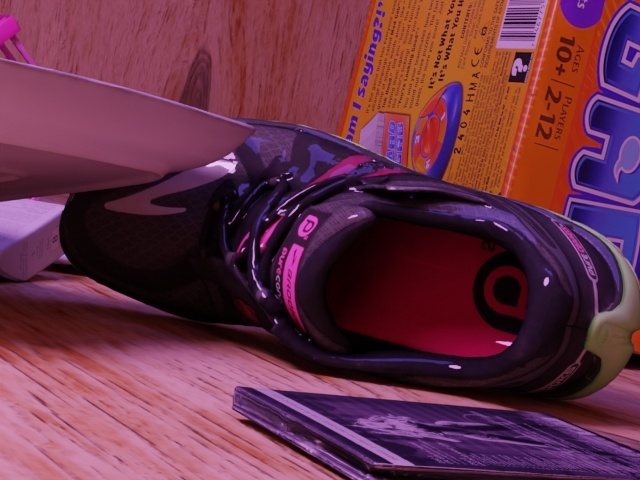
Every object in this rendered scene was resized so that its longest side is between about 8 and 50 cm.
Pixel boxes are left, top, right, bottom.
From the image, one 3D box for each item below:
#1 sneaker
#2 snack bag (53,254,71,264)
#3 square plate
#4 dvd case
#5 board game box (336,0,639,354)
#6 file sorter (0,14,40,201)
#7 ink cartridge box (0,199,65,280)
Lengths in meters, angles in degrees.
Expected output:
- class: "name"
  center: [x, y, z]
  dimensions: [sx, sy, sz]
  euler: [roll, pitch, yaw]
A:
- class: "sneaker"
  center: [0.000, 0.000, 1.167]
  dimensions: [0.482, 0.185, 0.202]
  euler: [9, -1, 24]
- class: "snack bag"
  center: [-0.153, 0.022, 1.681]
  dimensions: [0.323, 0.037, 0.342]
  euler: [9, 3, -11]
- class: "square plate"
  center: [-0.279, -0.068, 1.108]
  dimensions: [0.347, 0.049, 0.344]
  euler: [-6, -7, 29]
- class: "dvd case"
  center: [0.083, 0.113, 0.839]
  dimensions: [0.221, 0.018, 0.164]
  euler: [9, 4, -28]
- class: "board game box"
  center: [0.254, -0.086, 1.615]
  dimensions: [0.356, 0.357, 0.356]
  euler: [14, 0, -29]
- class: "file sorter"
  center: [-0.414, -0.122, 1.706]
  dimensions: [0.202, 0.182, 0.290]
  euler: [-40, 24, -17]
- class: "ink cartridge box"
  center: [-0.359, 0.008, 1.363]
  dimensions: [0.189, 0.066, 0.232]
  euler: [10, 24, 15]
